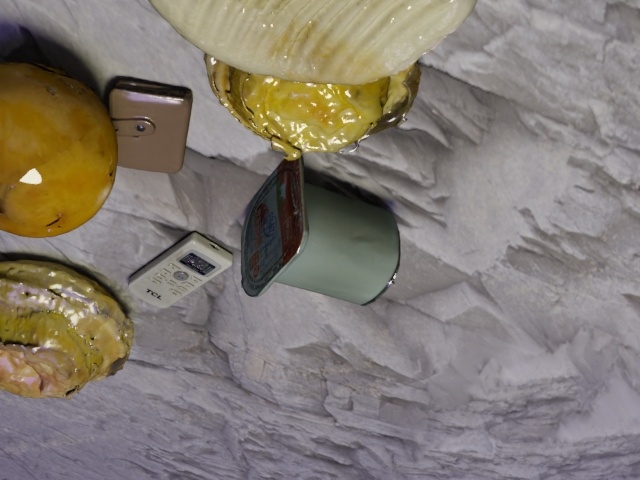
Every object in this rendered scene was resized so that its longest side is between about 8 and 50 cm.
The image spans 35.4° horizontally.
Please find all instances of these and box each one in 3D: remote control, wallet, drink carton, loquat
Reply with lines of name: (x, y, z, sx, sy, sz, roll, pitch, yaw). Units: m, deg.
remote control: (-0.235, 0.054, 1.655, 0.190, 0.029, 0.087, -31, 129, 34)
wallet: (-0.242, -0.156, 1.401, 0.118, 0.038, 0.152, 7, 141, -8)
drink carton: (0.000, 0.000, 1.482, 0.190, 0.185, 0.191, 13, 139, -29)
loquat: (-0.379, -0.120, 1.305, 0.235, 0.235, 0.235, 2, 140, 1)

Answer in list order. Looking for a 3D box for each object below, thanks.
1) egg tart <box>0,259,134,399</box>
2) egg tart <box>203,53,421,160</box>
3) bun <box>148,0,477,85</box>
egg tart: (-0.493, 0.176, 1.732, 0.352, 0.150, 0.352, 5, 140, 4)
egg tart: (-0.008, -0.192, 1.290, 0.291, 0.107, 0.290, 2, 140, 2)
bun: (-0.014, -0.329, 1.041, 0.365, 0.219, 0.365, 6, 148, 4)
